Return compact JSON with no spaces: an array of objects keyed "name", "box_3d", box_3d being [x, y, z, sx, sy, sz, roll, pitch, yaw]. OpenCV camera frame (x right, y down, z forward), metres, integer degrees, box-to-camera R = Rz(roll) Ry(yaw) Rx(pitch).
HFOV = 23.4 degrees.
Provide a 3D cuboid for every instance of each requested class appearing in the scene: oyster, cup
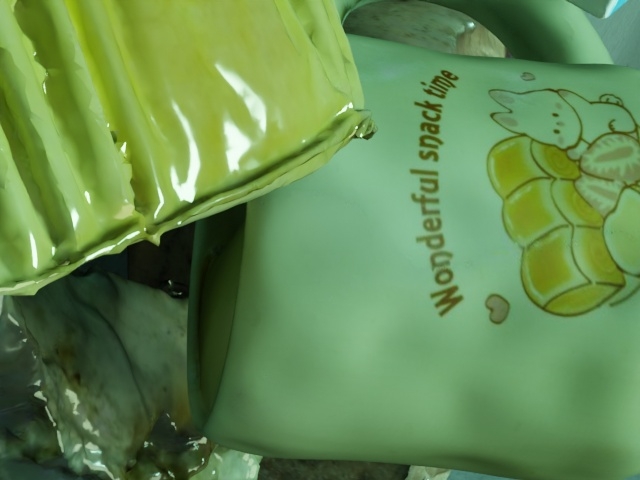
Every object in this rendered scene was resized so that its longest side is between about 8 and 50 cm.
[{"name":"oyster","box_3d":[-0.127,0.057,0.667,0.198,0.133,0.337,-24,140,-10]},{"name":"cup","box_3d":[0.052,-0.014,0.664,0.255,0.202,0.173,-101,-159,-56]}]

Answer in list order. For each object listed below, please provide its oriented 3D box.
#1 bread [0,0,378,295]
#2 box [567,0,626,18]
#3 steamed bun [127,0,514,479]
[{"name":"bread","box_3d":[-0.100,-0.047,0.437,0.179,0.133,0.250,-13,-172,39]},{"name":"box","box_3d":[0.078,-0.206,0.660,0.073,0.194,0.139,-43,161,-53]},{"name":"steamed bun","box_3d":[0.000,0.000,0.892,0.251,0.199,0.301,-60,154,-58]}]
